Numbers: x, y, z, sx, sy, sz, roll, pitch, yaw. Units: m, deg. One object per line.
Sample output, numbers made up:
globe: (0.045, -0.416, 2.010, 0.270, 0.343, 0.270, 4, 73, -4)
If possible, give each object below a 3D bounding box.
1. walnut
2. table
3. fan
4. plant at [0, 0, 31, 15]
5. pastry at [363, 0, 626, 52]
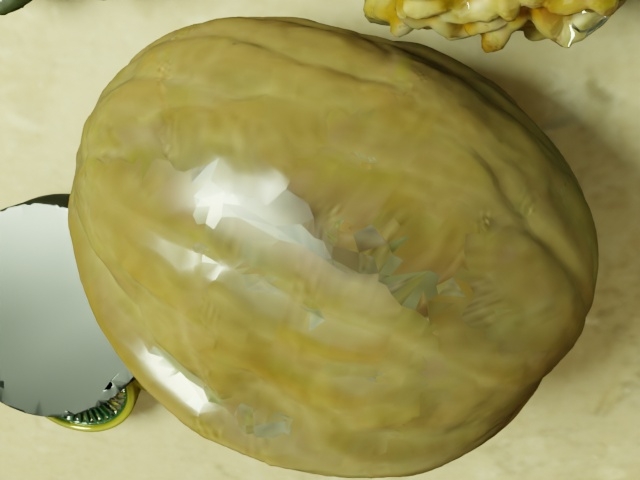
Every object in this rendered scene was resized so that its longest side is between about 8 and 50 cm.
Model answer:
walnut: (0.000, 0.000, 0.503, 0.260, 0.225, 0.225, 19, 125, 5)
table: (-0.162, 0.039, 0.632, 0.133, 0.043, 0.134, 1, 99, 7)
fan: (-0.125, 0.083, 0.686, 0.155, 0.039, 0.082, -8, 120, 16)
plant: (-0.139, -0.152, 0.513, 0.174, 0.087, 0.085, -1, 148, 18)
pastry: (0.062, -0.211, 0.360, 0.284, 0.184, 0.316, 4, 125, 10)
